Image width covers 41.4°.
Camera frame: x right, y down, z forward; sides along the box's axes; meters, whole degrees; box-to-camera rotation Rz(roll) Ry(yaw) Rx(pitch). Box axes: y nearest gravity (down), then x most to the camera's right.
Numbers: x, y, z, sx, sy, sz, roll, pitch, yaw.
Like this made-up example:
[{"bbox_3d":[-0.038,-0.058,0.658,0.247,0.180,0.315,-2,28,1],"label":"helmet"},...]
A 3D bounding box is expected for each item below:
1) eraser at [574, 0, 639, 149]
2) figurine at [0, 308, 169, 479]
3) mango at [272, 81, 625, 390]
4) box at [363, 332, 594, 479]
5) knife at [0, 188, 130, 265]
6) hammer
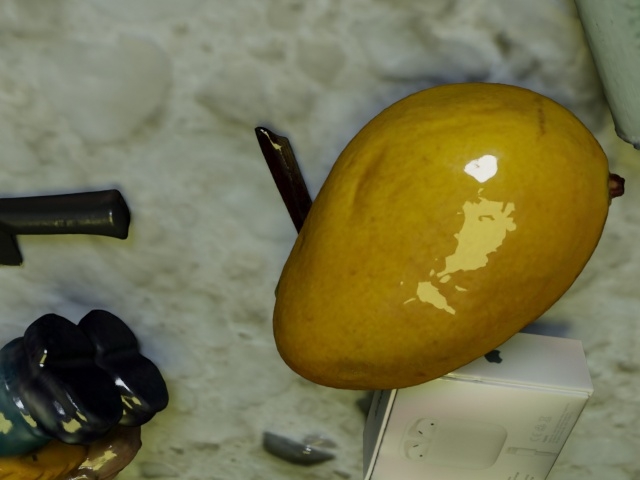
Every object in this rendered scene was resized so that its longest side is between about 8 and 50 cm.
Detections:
[{"bbox_3d":[0.190,-0.164,0.388,0.174,0.081,0.227,-8,125,35],"label":"eraser"},{"bbox_3d":[-0.272,0.169,0.609,0.204,0.185,0.332,38,101,18],"label":"figurine"},{"bbox_3d":[0.057,0.002,0.494,0.227,0.109,0.147,-38,89,22],"label":"mango"},{"bbox_3d":[0.104,0.123,0.593,0.129,0.051,0.130,8,129,-3],"label":"box"},{"bbox_3d":[-0.238,-0.004,0.572,0.230,0.028,0.060,-1,134,7],"label":"knife"},{"bbox_3d":[0.000,0.000,0.559,0.065,0.021,0.178,-16,116,13],"label":"hammer"}]
